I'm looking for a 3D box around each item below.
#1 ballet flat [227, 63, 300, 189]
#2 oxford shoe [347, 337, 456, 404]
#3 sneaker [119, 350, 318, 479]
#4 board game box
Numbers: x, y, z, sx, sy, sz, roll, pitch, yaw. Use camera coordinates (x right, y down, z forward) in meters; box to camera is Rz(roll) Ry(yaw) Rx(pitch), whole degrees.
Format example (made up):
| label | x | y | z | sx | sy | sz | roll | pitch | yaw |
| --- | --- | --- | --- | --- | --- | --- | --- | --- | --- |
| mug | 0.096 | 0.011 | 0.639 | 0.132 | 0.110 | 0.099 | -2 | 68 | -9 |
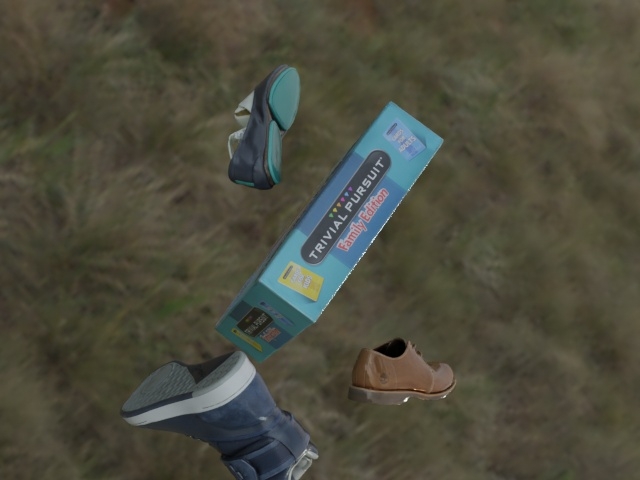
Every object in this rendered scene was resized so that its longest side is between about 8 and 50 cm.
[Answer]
| label | x | y | z | sx | sy | sz | roll | pitch | yaw |
| --- | --- | --- | --- | --- | --- | --- | --- | --- | --- |
| ballet flat | -0.073 | -0.136 | 1.780 | 0.074 | 0.074 | 0.203 | 39 | 39 | -26 |
| oxford shoe | 0.109 | 0.156 | 1.844 | 0.212 | 0.076 | 0.076 | 4 | 92 | -59 |
| sneaker | -0.102 | 0.200 | 1.540 | 0.163 | 0.226 | 0.086 | 50 | 58 | -18 |
| board game box | 0.000 | 0.000 | 1.761 | 0.079 | 0.254 | 0.336 | 37 | -17 | -2 |
